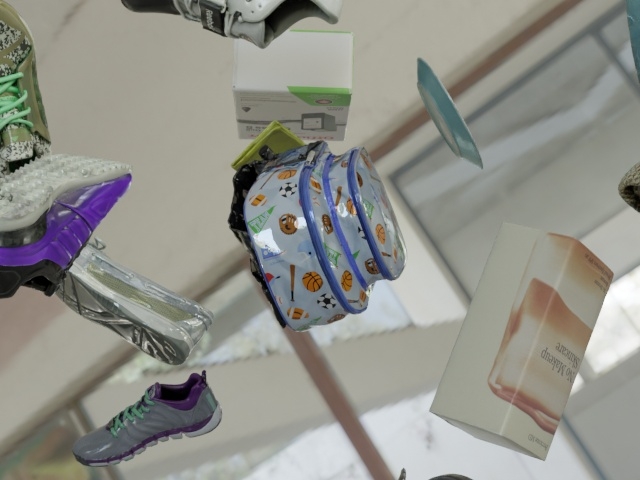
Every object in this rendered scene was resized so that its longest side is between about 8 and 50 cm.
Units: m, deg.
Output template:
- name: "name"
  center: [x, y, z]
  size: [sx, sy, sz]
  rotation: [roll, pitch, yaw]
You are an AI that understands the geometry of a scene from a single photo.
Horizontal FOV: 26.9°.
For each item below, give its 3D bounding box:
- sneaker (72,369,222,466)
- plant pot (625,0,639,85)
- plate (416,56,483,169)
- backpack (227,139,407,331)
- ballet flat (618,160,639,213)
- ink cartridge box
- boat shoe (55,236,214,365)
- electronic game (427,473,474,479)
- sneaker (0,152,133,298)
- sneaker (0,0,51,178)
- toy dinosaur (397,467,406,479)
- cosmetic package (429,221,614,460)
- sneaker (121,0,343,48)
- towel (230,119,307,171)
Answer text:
- name: "sneaker"
  center: [-0.259, 0.249, 1.935]
  size: [0.223, 0.083, 0.098]
  rotation: [-19, -57, -7]
- name: "plant pot"
  center: [0.504, -0.307, 1.662]
  size: [0.195, 0.290, 0.290]
  rotation: [-4, -2, 26]
- name: "plate"
  center: [0.180, -0.179, 1.943]
  size: [0.024, 0.188, 0.188]
  rotation: [-30, -15, 0]
- name: "backpack"
  center: [0.000, 0.000, 1.890]
  size: [0.213, 0.276, 0.263]
  rotation: [-22, 14, 24]
- name: "ballet flat"
  center: [0.596, 0.075, 1.931]
  size: [0.182, 0.483, 0.164]
  rotation: [-29, -19, -17]
- name: "ink cartridge box"
  center: [-0.047, -0.261, 2.295]
  size: [0.198, 0.115, 0.273]
  rotation: [2, -13, -1]
- name: "boat shoe"
  center: [-0.324, 0.076, 2.135]
  size: [0.103, 0.320, 0.118]
  rotation: [-52, -13, -33]
- name: "electronic game"
  center: [0.119, 0.297, 1.045]
  size: [0.048, 0.229, 0.229]
  rotation: [-7, -25, -23]
- name: "sneaker"
  center: [-0.328, -0.012, 1.622]
  size: [0.293, 0.102, 0.146]
  rotation: [-36, -47, -60]
- name: "sneaker"
  center: [-0.512, -0.213, 2.220]
  size: [0.158, 0.182, 0.410]
  rotation: [-22, -47, -15]
- name: "toy dinosaur"
  center: [0.175, 0.361, 1.723]
  size: [0.313, 0.160, 0.121]
  rotation: [2, -28, -34]
- name: "cosmetic package"
  center: [0.289, 0.143, 1.902]
  size: [0.153, 0.129, 0.296]
  rotation: [33, -104, -50]
- name: "sneaker"
  center: [-0.125, -0.336, 1.866]
  size: [0.330, 0.146, 0.122]
  rotation: [-7, -17, 11]
- name: "towel"
  center: [-0.058, -0.116, 2.130]
  size: [0.102, 0.021, 0.237]
  rotation: [-46, -24, 4]
